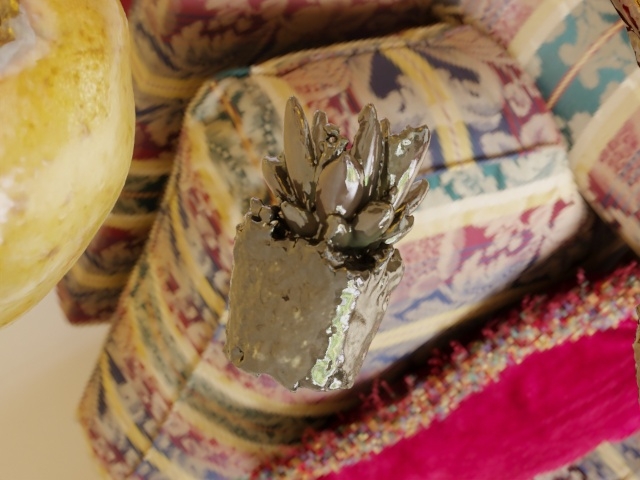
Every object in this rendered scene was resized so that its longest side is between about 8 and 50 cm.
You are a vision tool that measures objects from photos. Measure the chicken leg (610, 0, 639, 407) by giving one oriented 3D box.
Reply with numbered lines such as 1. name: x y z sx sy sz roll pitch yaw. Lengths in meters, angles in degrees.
1. chicken leg: 0.188 -0.016 0.550 0.096 0.158 0.407 -29 65 51

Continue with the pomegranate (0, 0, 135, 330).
1. pomegranate: -0.238 -0.066 0.628 0.307 0.307 0.307 31 138 33

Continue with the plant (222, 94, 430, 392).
1. plant: 0.000 0.000 1.272 0.182 0.194 0.320 18 99 23
